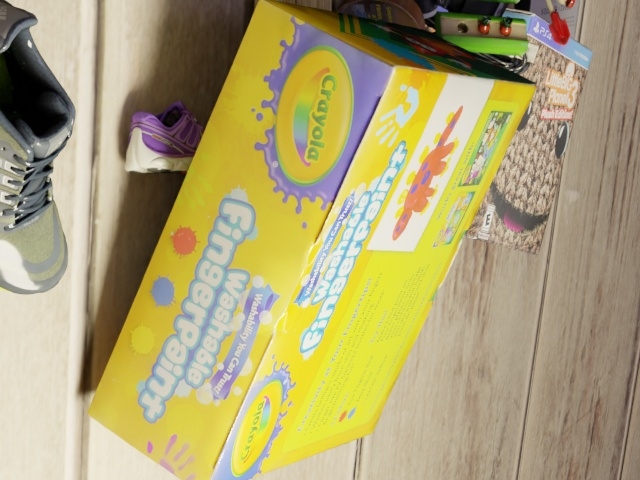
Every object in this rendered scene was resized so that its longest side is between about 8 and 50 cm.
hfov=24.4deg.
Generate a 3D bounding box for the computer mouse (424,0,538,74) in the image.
[{"bbox_3d":[0.200,-0.338,1.796,0.072,0.188,0.272,98,12,-61],"label":"computer mouse"}]

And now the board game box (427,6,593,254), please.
[{"bbox_3d":[0.222,-0.145,1.943,0.232,0.141,0.291,10,95,-61],"label":"board game box"}]

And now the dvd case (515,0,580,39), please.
[{"bbox_3d":[0.324,-0.257,2.180,0.179,0.029,0.238,-20,120,-55],"label":"dvd case"}]

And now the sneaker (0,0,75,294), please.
[{"bbox_3d":[-0.253,-0.070,1.183,0.111,0.121,0.300,-50,142,-36],"label":"sneaker"}]

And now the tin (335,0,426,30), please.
[{"bbox_3d":[0.075,-0.210,1.695,0.189,0.106,0.040,75,28,-43],"label":"tin"}]

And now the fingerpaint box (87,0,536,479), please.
[{"bbox_3d":[0.000,0.000,1.504,0.371,0.163,0.445,-7,124,-62],"label":"fingerpaint box"}]

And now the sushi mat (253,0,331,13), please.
[{"bbox_3d":[-0.029,-0.323,1.552,0.151,0.019,0.316,-31,129,-49],"label":"sushi mat"}]

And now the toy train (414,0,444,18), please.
[{"bbox_3d":[0.085,-0.324,1.660,0.080,0.105,0.184,-47,140,-39],"label":"toy train"}]

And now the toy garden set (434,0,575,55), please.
[{"bbox_3d":[0.231,-0.339,1.740,0.049,0.204,0.244,132,-42,-66],"label":"toy garden set"}]

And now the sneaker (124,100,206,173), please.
[{"bbox_3d":[-0.127,-0.100,1.449,0.170,0.068,0.071,-4,94,-63],"label":"sneaker"}]
